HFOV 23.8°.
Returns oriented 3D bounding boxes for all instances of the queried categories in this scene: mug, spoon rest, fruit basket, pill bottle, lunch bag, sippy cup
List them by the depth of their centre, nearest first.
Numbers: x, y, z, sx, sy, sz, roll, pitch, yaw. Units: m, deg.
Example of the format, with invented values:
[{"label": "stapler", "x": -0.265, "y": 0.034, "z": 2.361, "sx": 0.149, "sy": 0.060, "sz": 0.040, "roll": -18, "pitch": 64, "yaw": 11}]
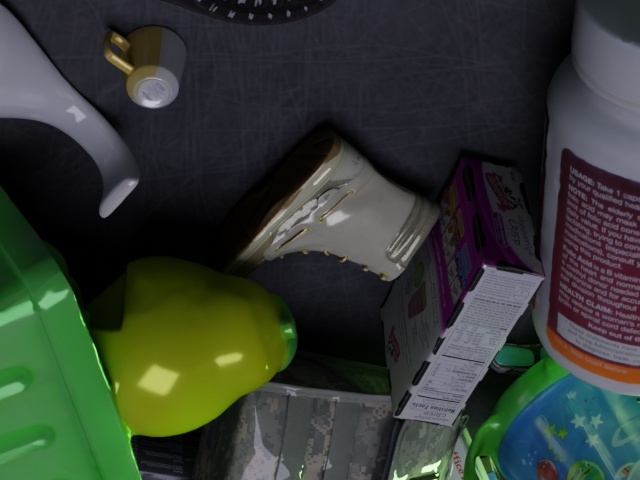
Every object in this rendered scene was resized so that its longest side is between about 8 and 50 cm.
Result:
[{"label": "mug", "x": -0.161, "y": -0.154, "z": 1.389, "sx": 0.078, "sy": 0.064, "sz": 0.062, "roll": 3, "pitch": 131, "yaw": -8}, {"label": "spoon rest", "x": -0.286, "y": -0.134, "z": 1.398, "sx": 0.276, "sy": 0.084, "sz": 0.137, "roll": 39, "pitch": 117, "yaw": -17}, {"label": "pill bottle", "x": 0.319, "y": -0.061, "z": 1.415, "sx": 0.224, "sy": 0.224, "sz": 0.392, "roll": -4, "pitch": 132, "yaw": -2}, {"label": "fruit basket", "x": -0.226, "y": 0.101, "z": 1.491, "sx": 0.392, "sy": 0.283, "sz": 0.392, "roll": -19, "pitch": 131, "yaw": -24}, {"label": "lunch bag", "x": 0.016, "y": 0.254, "z": 1.654, "sx": 0.287, "sy": 0.169, "sz": 0.235, "roll": 10, "pitch": 102, "yaw": -21}, {"label": "sippy cup", "x": 0.329, "y": 0.258, "z": 1.656, "sx": 0.305, "sy": 0.224, "sz": 0.240, "roll": -34, "pitch": 138, "yaw": 8}]

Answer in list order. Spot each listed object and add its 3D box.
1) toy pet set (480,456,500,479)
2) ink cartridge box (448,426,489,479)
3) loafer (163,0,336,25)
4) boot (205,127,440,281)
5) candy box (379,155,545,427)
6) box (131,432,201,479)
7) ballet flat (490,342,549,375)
[{"label": "toy pet set", "x": 0.226, "y": 0.280, "z": 1.805, "sx": 0.114, "sy": 0.065, "sz": 0.122, "roll": -20, "pitch": 129, "yaw": 11}, {"label": "ink cartridge box", "x": 0.126, "y": 0.289, "z": 1.777, "sx": 0.135, "sy": 0.056, "sz": 0.099, "roll": -24, "pitch": 85, "yaw": 15}, {"label": "loafer", "x": -0.135, "y": -0.271, "z": 1.260, "sx": 0.366, "sy": 0.130, "sz": 0.133, "roll": 2, "pitch": 119, "yaw": -28}, {"label": "boot", "x": 0.000, "y": 0.000, "z": 1.533, "sx": 0.165, "sy": 0.077, "sz": 0.213, "roll": 31, "pitch": 119, "yaw": -30}, {"label": "candy box", "x": 0.138, "y": 0.055, "z": 1.533, "sx": 0.071, "sy": 0.159, "sz": 0.233, "roll": 13, "pitch": 132, "yaw": -16}, {"label": "box", "x": -0.158, "y": 0.339, "z": 1.809, "sx": 0.308, "sy": 0.076, "sz": 0.242, "roll": 12, "pitch": 128, "yaw": -15}, {"label": "ballet flat", "x": 0.240, "y": 0.137, "z": 1.706, "sx": 0.114, "sy": 0.041, "sz": 0.041, "roll": 8, "pitch": 130, "yaw": -12}]
